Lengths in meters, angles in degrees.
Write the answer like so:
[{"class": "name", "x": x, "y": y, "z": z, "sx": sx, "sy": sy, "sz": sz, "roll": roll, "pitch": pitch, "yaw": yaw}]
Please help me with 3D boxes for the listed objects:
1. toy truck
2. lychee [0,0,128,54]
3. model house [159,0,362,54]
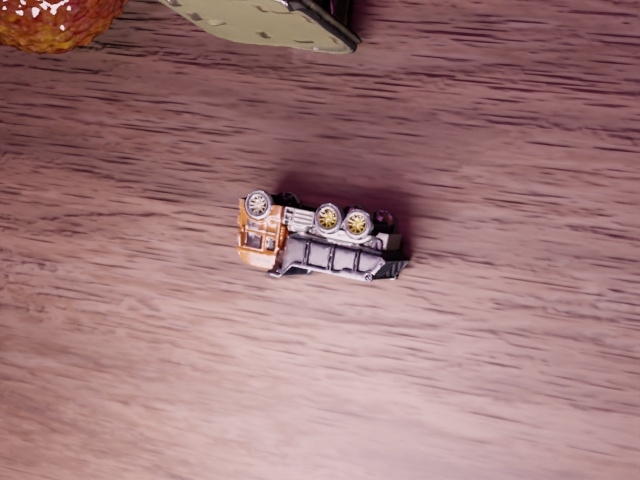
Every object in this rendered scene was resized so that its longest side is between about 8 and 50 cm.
[{"class": "toy truck", "x": 0.000, "y": 0.000, "z": 1.582, "sx": 0.192, "sy": 0.083, "sz": 0.092, "roll": 11, "pitch": 95, "yaw": 24}, {"class": "lychee", "x": -0.326, "y": -0.344, "z": 1.676, "sx": 0.261, "sy": 0.260, "sz": 0.260, "roll": -2, "pitch": 84, "yaw": 24}, {"class": "model house", "x": -0.053, "y": -0.370, "z": 1.575, "sx": 0.205, "sy": 0.218, "sz": 0.278, "roll": 8, "pitch": 85, "yaw": 24}]
